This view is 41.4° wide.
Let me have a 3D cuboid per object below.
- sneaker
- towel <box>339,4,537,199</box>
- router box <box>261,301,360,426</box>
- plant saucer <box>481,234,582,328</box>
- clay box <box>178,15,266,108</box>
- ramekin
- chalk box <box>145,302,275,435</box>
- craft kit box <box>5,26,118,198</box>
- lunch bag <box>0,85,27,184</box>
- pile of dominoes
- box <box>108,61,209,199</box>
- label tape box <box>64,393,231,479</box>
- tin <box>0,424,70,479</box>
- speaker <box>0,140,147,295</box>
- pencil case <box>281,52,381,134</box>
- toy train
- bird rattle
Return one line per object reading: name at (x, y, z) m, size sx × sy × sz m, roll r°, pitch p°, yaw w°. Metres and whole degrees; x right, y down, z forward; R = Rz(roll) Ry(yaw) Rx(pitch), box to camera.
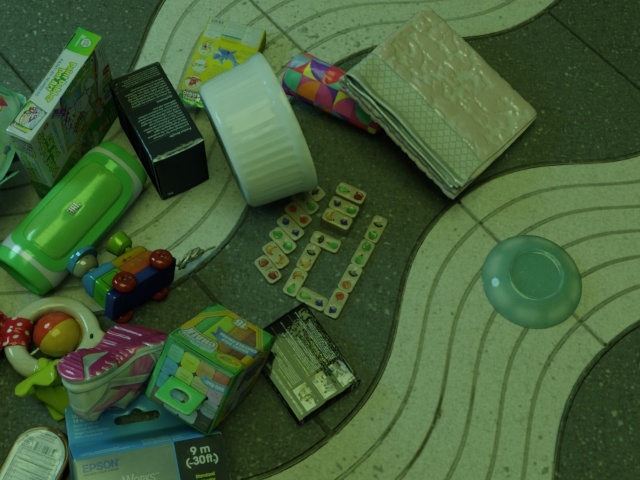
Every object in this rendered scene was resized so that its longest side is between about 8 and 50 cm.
sneaker at (-0.343, 0.222, 1.436) m, size 0.103 × 0.111 × 0.252 m, roll 17°, pitch 22°, yaw 27°
towel at (0.242, -0.287, 1.692) m, size 0.332 × 0.053 × 0.317 m, roll 46°, pitch 57°, yaw 2°
router box at (-0.033, 0.218, 1.513) m, size 0.133 × 0.046 × 0.179 m, roll -32°, pitch 70°, yaw -15°
plant saucer at (0.406, 0.070, 1.610) m, size 0.195 × 0.037 × 0.195 m, roll 1°, pitch 66°, yaw -3°
clay box at (-0.204, -0.353, 1.765) m, size 0.127 × 0.053 × 0.222 m, roll 15°, pitch 67°, yaw 4°
ramekin at (-0.120, -0.197, 1.583) m, size 0.135 × 0.277 × 0.277 m, roll -25°, pitch 69°, yaw -6°
chalk box at (-0.191, 0.216, 1.401) m, size 0.132 × 0.132 × 0.213 m, roll 30°, pitch 23°, yaw 10°
craft kit box at (-0.471, -0.225, 1.584) m, size 0.061 × 0.250 × 0.247 m, roll 25°, pitch 67°, yaw 7°
lunch bag at (-0.663, -0.145, 1.543) m, size 0.223 × 0.160 × 0.262 m, roll -22°, pitch 57°, yaw 34°
pile of dominoes at (0.000, 0.000, 1.620) m, size 0.196 × 0.040 × 0.251 m, roll 25°, pitch 66°, yaw 8°
box at (-0.310, -0.210, 1.639) m, size 0.108 × 0.153 × 0.207 m, roll -27°, pitch 70°, yaw -15°
label tape box at (-0.272, 0.396, 1.363) m, size 0.240 × 0.106 × 0.334 m, roll -6°, pitch 66°, yaw -20°
tin at (-0.487, 0.400, 1.413) m, size 0.106 × 0.040 × 0.190 m, roll 17°, pitch 66°, yaw 10°
speaker at (-0.456, -0.043, 1.569) m, size 0.131 × 0.131 × 0.296 m, roll 33°, pitch 68°, yaw 12°
pencil case at (0.040, -0.302, 1.730) m, size 0.236 × 0.104 × 0.104 m, roll 24°, pitch 66°, yaw 7°
toy train at (-0.329, 0.033, 1.557) m, size 0.143 × 0.105 × 0.248 m, roll 36°, pitch 46°, yaw 19°
bird rattle at (-0.491, 0.185, 1.490) m, size 0.253 × 0.143 × 0.207 m, roll 35°, pitch 56°, yaw 26°
